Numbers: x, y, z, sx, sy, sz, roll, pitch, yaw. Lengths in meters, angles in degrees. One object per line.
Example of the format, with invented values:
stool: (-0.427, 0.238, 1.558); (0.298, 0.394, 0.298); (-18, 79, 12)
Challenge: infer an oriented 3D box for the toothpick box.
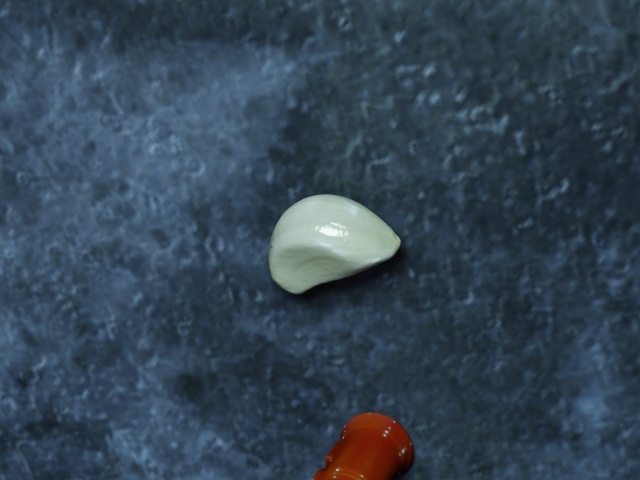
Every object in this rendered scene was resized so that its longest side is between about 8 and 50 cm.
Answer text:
toothpick box: (0.020, 0.141, 1.159); (0.047, 0.083, 0.047); (10, 119, 18)

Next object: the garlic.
garlic: (0.000, 0.001, 1.124); (0.083, 0.041, 0.053); (-27, 117, 38)
